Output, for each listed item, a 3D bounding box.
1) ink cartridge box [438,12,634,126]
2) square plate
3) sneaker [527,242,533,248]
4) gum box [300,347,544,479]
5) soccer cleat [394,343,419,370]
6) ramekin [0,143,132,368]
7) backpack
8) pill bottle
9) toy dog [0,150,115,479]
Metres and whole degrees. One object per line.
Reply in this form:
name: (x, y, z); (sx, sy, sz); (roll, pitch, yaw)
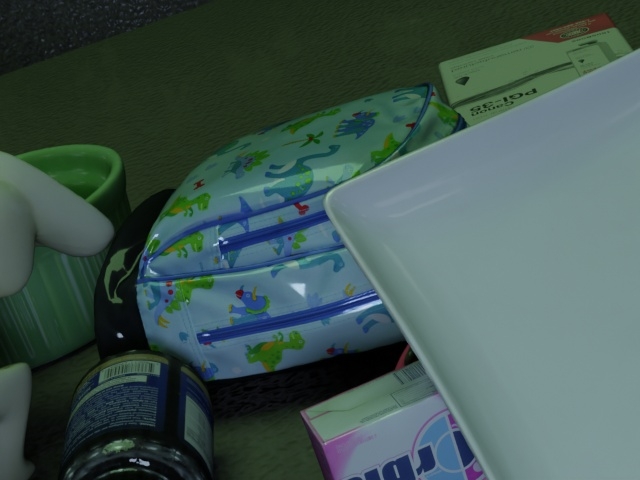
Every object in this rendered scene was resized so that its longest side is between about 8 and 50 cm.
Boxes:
ink cartridge box: (0.247, -0.126, 1.657); (0.207, 0.117, 0.283); (-16, 22, 5)
square plate: (0.228, 0.044, 1.120); (0.347, 0.344, 0.049); (-25, -19, -15)
sneaker: (0.178, 0.016, 1.203); (0.208, 0.094, 0.081); (-31, 66, -6)
gum box: (0.093, 0.145, 1.161); (0.188, 0.107, 0.062); (-22, 23, -9)
soccer cleat: (0.198, 0.057, 1.313); (0.331, 0.143, 0.116); (-41, 68, -10)
ramekin: (-0.337, 0.026, 1.720); (0.303, 0.148, 0.303); (-16, 23, 7)
backpack: (0.000, 0.000, 1.437); (0.355, 0.273, 0.290); (2, 21, 16)
pill bottle: (-0.145, 0.184, 1.238); (0.123, 0.123, 0.219); (-17, 22, 4)
toy dog: (-0.394, 0.107, 1.310); (0.284, 0.395, 0.408); (2, 65, 24)
